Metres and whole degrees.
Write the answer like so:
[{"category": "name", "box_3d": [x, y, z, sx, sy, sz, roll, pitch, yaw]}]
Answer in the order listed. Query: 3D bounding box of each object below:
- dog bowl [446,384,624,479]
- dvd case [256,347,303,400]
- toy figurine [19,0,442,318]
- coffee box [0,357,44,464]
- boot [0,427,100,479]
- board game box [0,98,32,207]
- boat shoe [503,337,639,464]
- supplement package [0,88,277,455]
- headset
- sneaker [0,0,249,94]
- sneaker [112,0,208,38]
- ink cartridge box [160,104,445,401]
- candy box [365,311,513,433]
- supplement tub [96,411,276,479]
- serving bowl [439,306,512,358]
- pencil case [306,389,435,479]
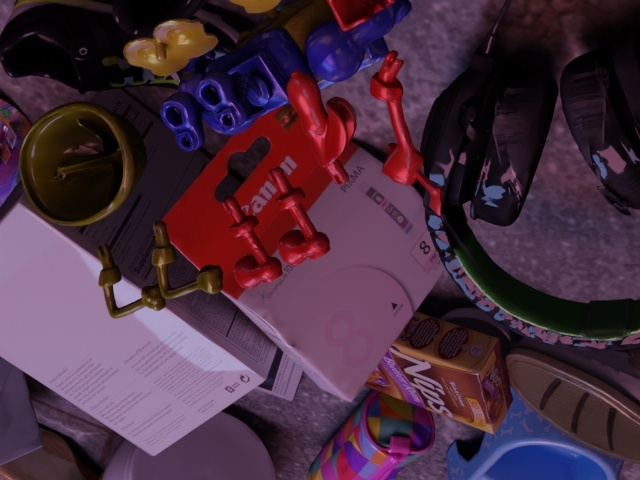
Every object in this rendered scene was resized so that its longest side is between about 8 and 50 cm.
[{"category": "dog bowl", "box_3d": [0.249, 0.273, 1.187, 0.166, 0.074, 0.297, 22, 140, -3]}, {"category": "dvd case", "box_3d": [-0.126, 0.097, 1.176, 0.239, 0.029, 0.179, 18, 140, 1]}, {"category": "toy figurine", "box_3d": [-0.036, -0.097, 0.767, 0.362, 0.217, 0.191, -23, 104, 40]}, {"category": "coffee box", "box_3d": [-0.523, 0.249, 1.417, 0.246, 0.098, 0.141, -12, 94, 33]}, {"category": "boot", "box_3d": [-0.423, 0.402, 1.589, 0.295, 0.104, 0.211, 28, 140, -17]}, {"category": "board game box", "box_3d": [-0.365, -0.070, 1.002, 0.133, 0.033, 0.168, 8, 122, -32]}, {"category": "boat shoe", "box_3d": [0.335, 0.161, 1.000, 0.302, 0.103, 0.113, 24, 148, 18]}, {"category": "supplement package", "box_3d": [-0.183, 0.031, 0.968, 0.263, 0.198, 0.199, 38, 130, -17]}, {"category": "headset", "box_3d": [0.173, -0.072, 0.735, 0.243, 0.185, 0.394, -6, 118, 28]}, {"category": "sneaker", "box_3d": [-0.170, -0.150, 0.857, 0.235, 0.097, 0.084, 10, 140, 11]}, {"category": "sneaker", "box_3d": [-0.080, -0.251, 0.681, 0.109, 0.130, 0.286, 22, 139, 1]}, {"category": "ink cartridge box", "box_3d": [0.000, 0.000, 0.888, 0.066, 0.189, 0.232, 14, 151, 53]}, {"category": "candy box", "box_3d": [0.103, 0.126, 1.055, 0.187, 0.053, 0.109, 15, 143, 33]}, {"category": "supplement tub", "box_3d": [-0.205, 0.378, 1.374, 0.228, 0.228, 0.316, 27, 140, -8]}, {"category": "serving bowl", "box_3d": [0.162, 0.097, 1.057, 0.083, 0.027, 0.083, 12, 140, 10]}, {"category": "pencil case", "box_3d": [0.057, 0.272, 1.246, 0.104, 0.104, 0.236, 23, 140, -3]}]
